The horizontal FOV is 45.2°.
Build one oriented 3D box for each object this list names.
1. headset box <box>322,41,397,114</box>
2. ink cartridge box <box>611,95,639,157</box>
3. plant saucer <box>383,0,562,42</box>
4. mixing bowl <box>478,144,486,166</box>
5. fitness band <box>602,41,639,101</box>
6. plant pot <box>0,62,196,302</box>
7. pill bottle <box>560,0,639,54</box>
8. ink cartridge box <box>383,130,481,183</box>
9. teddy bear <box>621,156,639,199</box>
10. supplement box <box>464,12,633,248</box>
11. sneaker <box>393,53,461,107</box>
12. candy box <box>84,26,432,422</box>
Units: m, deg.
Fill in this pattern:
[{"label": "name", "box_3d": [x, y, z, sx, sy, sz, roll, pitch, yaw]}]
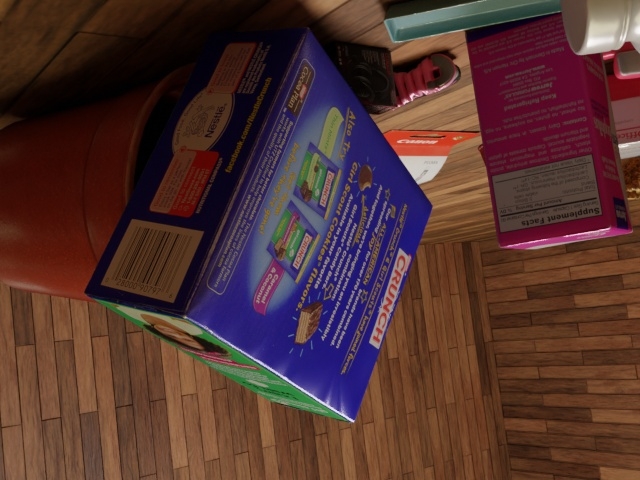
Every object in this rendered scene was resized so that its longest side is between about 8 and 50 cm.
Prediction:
[{"label": "headset box", "box_3d": [0.041, -0.163, 0.781, 0.083, 0.062, 0.032, -2, 174, -36]}, {"label": "ink cartridge box", "box_3d": [0.380, -0.140, 0.968, 0.104, 0.060, 0.180, -8, 178, 30]}, {"label": "plant saucer", "box_3d": [0.153, -0.209, 0.679, 0.192, 0.018, 0.067, -9, 174, 12]}, {"label": "mixing bowl", "box_3d": [0.379, -0.131, 1.368, 0.181, 0.098, 0.181, -8, 174, -1]}, {"label": "fitness band", "box_3d": [0.386, -0.202, 0.904, 0.291, 0.054, 0.209, -6, 177, -1]}, {"label": "plant pot", "box_3d": [-0.217, -0.041, 0.834, 0.265, 0.272, 0.272, 0, 178, 28]}, {"label": "pill bottle", "box_3d": [0.274, -0.188, 0.546, 0.187, 0.112, 0.112, -8, 175, 6]}, {"label": "ink cartridge box", "box_3d": [0.130, -0.130, 1.301, 0.189, 0.066, 0.232, -4, 178, -30]}, {"label": "teddy bear", "box_3d": [0.612, -0.142, 1.627, 0.245, 0.113, 0.338, -2, -177, 9]}, {"label": "supplement box", "box_3d": [0.230, -0.106, 0.771, 0.114, 0.220, 0.111, -10, 174, 31]}, {"label": "sneaker", "box_3d": [0.104, -0.175, 0.865, 0.119, 0.047, 0.057, -9, -174, 32]}, {"label": "candy box", "box_3d": [-0.031, 0.002, 0.741, 0.122, 0.268, 0.317, 9, 158, 34]}]
